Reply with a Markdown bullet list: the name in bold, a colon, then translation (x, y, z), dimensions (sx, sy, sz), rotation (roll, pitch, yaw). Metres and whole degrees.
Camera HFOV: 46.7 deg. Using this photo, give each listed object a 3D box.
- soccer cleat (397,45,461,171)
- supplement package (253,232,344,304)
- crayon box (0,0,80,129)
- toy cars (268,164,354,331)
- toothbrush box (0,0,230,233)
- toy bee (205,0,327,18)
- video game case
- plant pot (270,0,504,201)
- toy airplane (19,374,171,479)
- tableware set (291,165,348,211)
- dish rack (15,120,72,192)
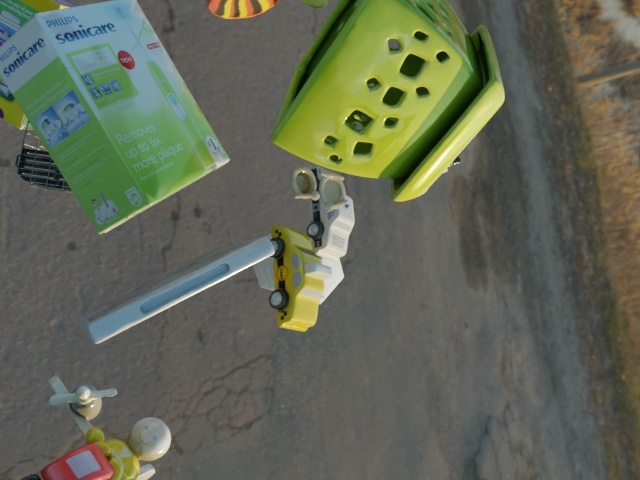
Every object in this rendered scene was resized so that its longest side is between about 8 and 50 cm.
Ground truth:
- **soccer cleat**: translation (0.136, -0.245, 1.204), dimensions (0.116, 0.143, 0.331), rotation (75, 9, -57)
- **supplement package**: translation (-0.054, 0.057, 1.698), dimensions (0.105, 0.179, 0.105), rotation (-46, 136, -37)
- **crayon box**: translation (-0.773, -0.487, 1.792), dimensions (0.313, 0.363, 0.106), rotation (-64, 163, 16)
- **toy cars**: translation (0.000, 0.000, 1.384), dimensions (0.176, 0.087, 0.393), rotation (60, 33, -26)
- **toothbrush box**: translation (-0.291, -0.184, 1.063), dimensions (0.283, 0.122, 0.206), rotation (60, 34, -7)
- **toy bee**: translation (-0.017, -0.399, 1.003), dimensions (0.162, 0.298, 0.195), rotation (10, 69, -51)
- **video game case**: translation (-0.255, 0.079, 1.242), dimensions (0.300, 0.329, 0.036), rotation (-27, 96, -20)
- **plant pot**: translation (0.092, -0.197, 0.915), dimensions (0.207, 0.228, 0.227), rotation (31, 32, -14)
- **toy airplane**: translation (-0.409, 0.471, 1.510), dimensions (0.272, 0.384, 0.386), rotation (-41, 116, -4)
- **tableware set**: translation (-0.006, -0.132, 1.262), dimensions (0.141, 0.020, 0.168), rotation (1, 82, -44)
- **dish rack**: translation (-0.490, -0.227, 1.479), dimensions (0.074, 0.208, 0.271), rotation (28, 71, -73)
